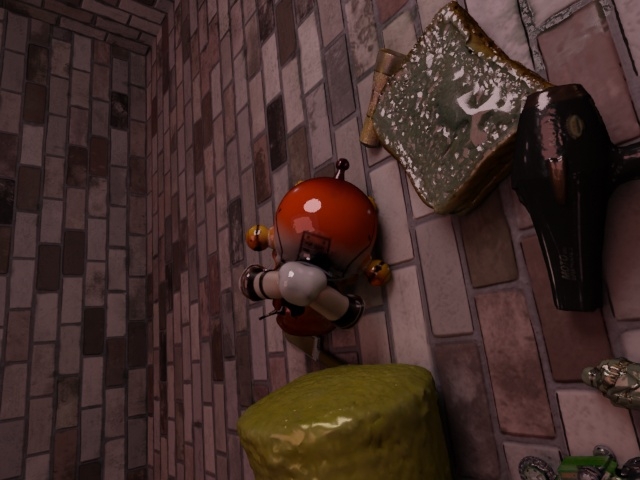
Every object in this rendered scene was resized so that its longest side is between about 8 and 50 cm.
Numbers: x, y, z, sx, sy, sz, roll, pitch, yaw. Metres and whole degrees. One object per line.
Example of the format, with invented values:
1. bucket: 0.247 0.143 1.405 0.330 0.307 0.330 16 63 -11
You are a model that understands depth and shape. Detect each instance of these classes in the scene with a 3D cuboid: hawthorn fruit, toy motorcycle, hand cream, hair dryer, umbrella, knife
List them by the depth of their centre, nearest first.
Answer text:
1. hair dryer: 0.418 -0.061 0.469 0.360 0.120 0.303 -9 97 37
2. umbrella: 0.399 0.182 0.500 0.144 0.062 0.067 -1 116 51
3. toy motorcycle: 0.356 0.331 0.525 0.190 0.074 0.106 -30 73 45
4. hand cream: 0.134 -0.295 0.877 0.084 0.084 0.203 44 127 45
5. hawthorn fruit: -0.050 0.154 0.960 0.157 0.194 0.156 168 90 -81
6. knife: -0.010 0.267 1.025 0.343 0.027 0.061 13 98 54

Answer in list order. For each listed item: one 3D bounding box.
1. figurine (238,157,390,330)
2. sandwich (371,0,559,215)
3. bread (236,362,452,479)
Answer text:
1. figurine: 0.000 -0.001 0.859 0.196 0.321 0.322 98 -171 -61
2. sandwich: 0.230 -0.222 0.719 0.271 0.099 0.301 -50 51 31
3. bread: 0.046 0.381 0.699 0.348 0.349 0.307 -22 74 48
